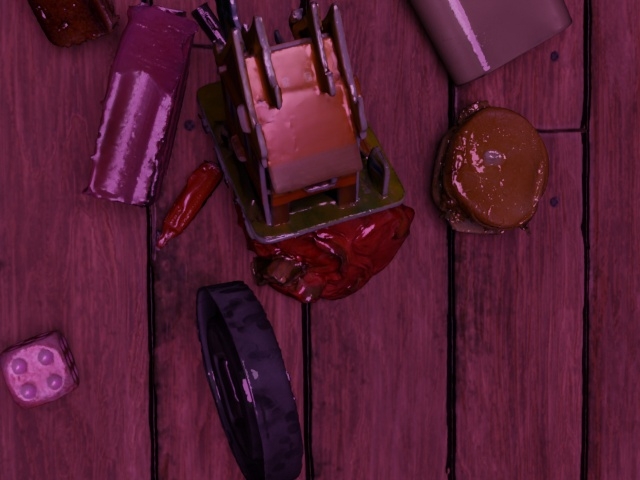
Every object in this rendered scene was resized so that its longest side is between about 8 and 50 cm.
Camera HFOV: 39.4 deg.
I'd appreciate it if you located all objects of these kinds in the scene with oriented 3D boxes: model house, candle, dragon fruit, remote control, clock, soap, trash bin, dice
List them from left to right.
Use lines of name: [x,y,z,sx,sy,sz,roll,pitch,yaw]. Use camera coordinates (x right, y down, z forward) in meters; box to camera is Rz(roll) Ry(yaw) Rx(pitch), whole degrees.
dice: [-0.415,0.190,1.325,0.091,0.094,0.093,-20,97,-8]
soap: [-0.256,-0.198,1.301,0.112,0.182,0.289,14,95,-11]
candle: [-0.212,-0.054,1.384,0.162,0.048,0.053,-56,145,-12]
remote control: [-0.164,-0.328,1.398,0.034,0.016,0.091,-38,100,-13]
clock: [-0.107,0.208,1.288,0.061,0.312,0.313,-15,96,-18]
model house: [-0.038,-0.236,1.228,0.242,0.313,0.358,-14,54,-12]
dragon fruit: [0.000,0.000,1.382,0.317,0.152,0.205,17,90,-13]
trash bin: [0.261,-0.410,1.442,0.243,0.121,0.247,-32,102,-9]

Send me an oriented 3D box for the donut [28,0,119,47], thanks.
donut: [-0.376,-0.391,1.293,0.126,0.144,0.187,-21,124,9]

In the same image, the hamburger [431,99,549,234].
hamburger: [0.272,-0.117,1.455,0.189,0.122,0.215,7,87,-19]
